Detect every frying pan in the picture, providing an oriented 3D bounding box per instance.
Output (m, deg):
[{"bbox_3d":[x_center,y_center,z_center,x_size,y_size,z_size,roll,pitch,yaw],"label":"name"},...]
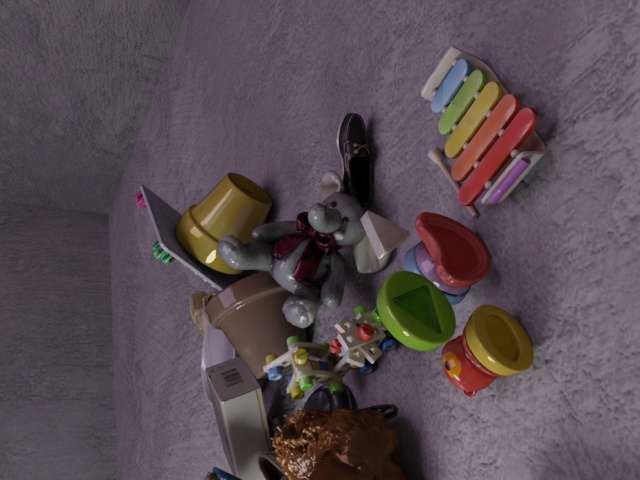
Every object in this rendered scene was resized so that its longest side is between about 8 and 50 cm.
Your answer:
[{"bbox_3d":[0.034,0.423,1.455,0.326,0.053,0.197,1,69,64],"label":"frying pan"}]

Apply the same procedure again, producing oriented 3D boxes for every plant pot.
[{"bbox_3d":[-0.277,-0.066,1.975,0.239,0.254,0.254,-55,37,17],"label":"plant pot"},{"bbox_3d":[-0.142,0.229,1.681,0.263,0.263,0.229,-44,64,48],"label":"plant pot"}]

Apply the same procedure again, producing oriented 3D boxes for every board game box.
[{"bbox_3d":[-0.411,0.033,2.052,0.050,0.390,0.390,-42,39,5],"label":"board game box"}]

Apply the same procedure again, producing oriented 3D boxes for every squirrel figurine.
[{"bbox_3d":[0.030,0.539,1.312,0.370,0.280,0.397,122,151,-55],"label":"squirrel figurine"}]

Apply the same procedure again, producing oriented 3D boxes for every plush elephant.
[{"bbox_3d":[0.000,0.000,1.425,0.272,0.330,0.255,43,115,24],"label":"plush elephant"}]

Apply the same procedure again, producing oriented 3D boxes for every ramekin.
[{"bbox_3d":[-0.255,0.360,1.941,0.272,0.127,0.273,-19,68,57],"label":"ramekin"}]

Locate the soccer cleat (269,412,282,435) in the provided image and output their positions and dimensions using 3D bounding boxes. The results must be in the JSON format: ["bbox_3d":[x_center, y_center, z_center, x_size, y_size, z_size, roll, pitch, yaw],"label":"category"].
[{"bbox_3d":[-0.120,0.506,1.770,0.083,0.029,0.036,-134,52,-60],"label":"soccer cleat"}]

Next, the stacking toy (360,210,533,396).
[{"bbox_3d":[0.176,0.103,1.083,0.130,0.279,0.309,-53,37,40],"label":"stacking toy"}]

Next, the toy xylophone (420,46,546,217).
[{"bbox_3d":[0.275,-0.182,1.162,0.236,0.081,0.323,-63,35,32],"label":"toy xylophone"}]

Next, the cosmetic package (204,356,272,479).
[{"bbox_3d":[-0.213,0.487,1.737,0.160,0.113,0.310,-136,33,-55],"label":"cosmetic package"}]

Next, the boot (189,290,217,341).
[{"bbox_3d":[-0.369,0.229,2.158,0.204,0.095,0.262,104,150,-45],"label":"boot"}]

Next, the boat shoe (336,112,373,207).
[{"bbox_3d":[0.087,-0.187,1.505,0.068,0.081,0.228,-1,91,58],"label":"boat shoe"}]

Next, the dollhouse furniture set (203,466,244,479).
[{"bbox_3d":[-0.195,0.733,1.493,0.286,0.303,0.198,-58,25,-12],"label":"dollhouse furniture set"}]

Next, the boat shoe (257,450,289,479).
[{"bbox_3d":[-0.068,0.620,1.580,0.302,0.098,0.109,40,119,56],"label":"boat shoe"}]

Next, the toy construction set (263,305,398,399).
[{"bbox_3d":[0.039,0.225,1.357,0.327,0.214,0.151,-41,50,50],"label":"toy construction set"}]
